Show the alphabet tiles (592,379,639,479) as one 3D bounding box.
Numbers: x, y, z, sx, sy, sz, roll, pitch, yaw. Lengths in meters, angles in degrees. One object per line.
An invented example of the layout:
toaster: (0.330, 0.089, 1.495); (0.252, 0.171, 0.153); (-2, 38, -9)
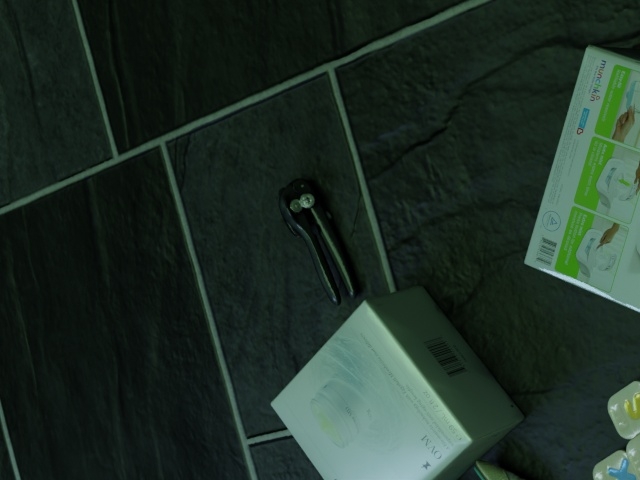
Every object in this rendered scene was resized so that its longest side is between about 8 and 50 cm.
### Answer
alphabet tiles: (0.424, 0.277, 1.503); (0.278, 0.021, 0.284); (-45, 57, 43)

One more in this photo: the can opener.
can opener: (0.000, 0.000, 1.822); (0.059, 0.073, 0.186); (-30, 79, -4)

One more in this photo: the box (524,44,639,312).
box: (0.380, -0.059, 1.474); (0.231, 0.127, 0.262); (23, 109, 32)

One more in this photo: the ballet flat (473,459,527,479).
ballet flat: (0.261, 0.333, 1.673); (0.052, 0.057, 0.168); (-39, 75, 5)

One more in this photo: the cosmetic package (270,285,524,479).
cosmetic package: (0.094, 0.220, 1.722); (0.224, 0.138, 0.224); (52, 124, 20)
